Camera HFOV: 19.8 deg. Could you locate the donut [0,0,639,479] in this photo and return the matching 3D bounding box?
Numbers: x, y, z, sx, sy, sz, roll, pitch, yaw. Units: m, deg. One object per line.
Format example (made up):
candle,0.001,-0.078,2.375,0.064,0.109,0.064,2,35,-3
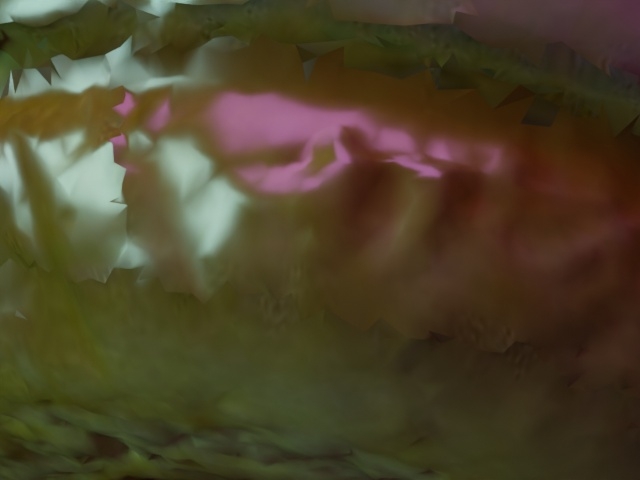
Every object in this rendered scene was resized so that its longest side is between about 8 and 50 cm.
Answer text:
donut,0.033,0.029,0.602,0.449,0.449,0.198,-1,59,36
